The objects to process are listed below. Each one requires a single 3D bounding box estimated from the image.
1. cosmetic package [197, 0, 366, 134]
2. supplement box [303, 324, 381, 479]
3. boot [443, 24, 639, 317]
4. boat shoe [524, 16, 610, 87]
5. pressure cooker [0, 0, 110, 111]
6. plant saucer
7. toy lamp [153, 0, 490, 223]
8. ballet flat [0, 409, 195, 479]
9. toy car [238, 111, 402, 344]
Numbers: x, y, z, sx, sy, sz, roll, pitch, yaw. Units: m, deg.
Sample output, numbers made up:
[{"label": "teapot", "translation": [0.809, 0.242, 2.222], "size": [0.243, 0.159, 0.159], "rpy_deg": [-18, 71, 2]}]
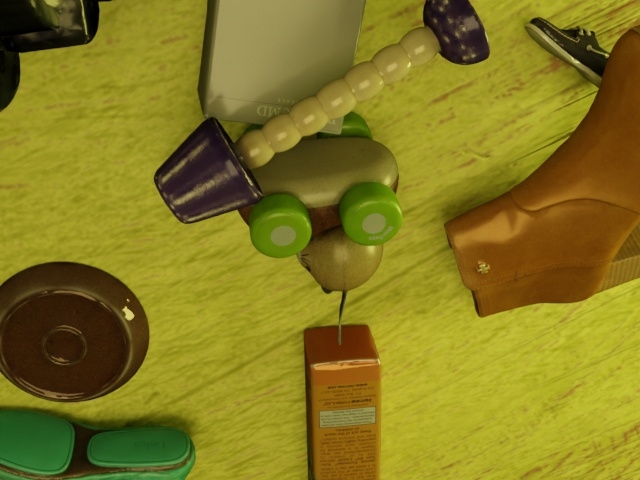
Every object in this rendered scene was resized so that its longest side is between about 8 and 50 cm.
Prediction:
[{"label": "cosmetic package", "translation": [-0.029, -0.217, 0.664], "size": [0.127, 0.107, 0.238], "rpy_deg": [3, 111, -13]}, {"label": "supplement box", "translation": [0.024, 0.213, 0.881], "size": [0.080, 0.078, 0.233], "rpy_deg": [-6, 114, -5]}, {"label": "boot", "translation": [0.221, -0.043, 0.760], "size": [0.211, 0.104, 0.295], "rpy_deg": [-14, 129, 2]}, {"label": "boat shoe", "translation": [0.246, -0.180, 0.749], "size": [0.125, 0.046, 0.038], "rpy_deg": [28, 108, -22]}, {"label": "pressure cooker", "translation": [-0.306, -0.287, 0.453], "size": [0.420, 0.370, 0.376], "rpy_deg": [-6, 72, -6]}, {"label": "plant saucer", "translation": [-0.262, 0.103, 0.819], "size": [0.168, 0.029, 0.168], "rpy_deg": [-3, 115, -6]}, {"label": "toy lamp", "translation": [-0.004, -0.103, 0.628], "size": [0.274, 0.080, 0.080], "rpy_deg": [-31, 115, 0]}, {"label": "ballet flat", "translation": [-0.260, 0.241, 0.856], "size": [0.247, 0.083, 0.087], "rpy_deg": [6, 127, -9]}, {"label": "toy car", "translation": [0.000, 0.000, 0.751], "size": [0.148, 0.155, 0.188], "rpy_deg": [-8, 128, -4]}]
